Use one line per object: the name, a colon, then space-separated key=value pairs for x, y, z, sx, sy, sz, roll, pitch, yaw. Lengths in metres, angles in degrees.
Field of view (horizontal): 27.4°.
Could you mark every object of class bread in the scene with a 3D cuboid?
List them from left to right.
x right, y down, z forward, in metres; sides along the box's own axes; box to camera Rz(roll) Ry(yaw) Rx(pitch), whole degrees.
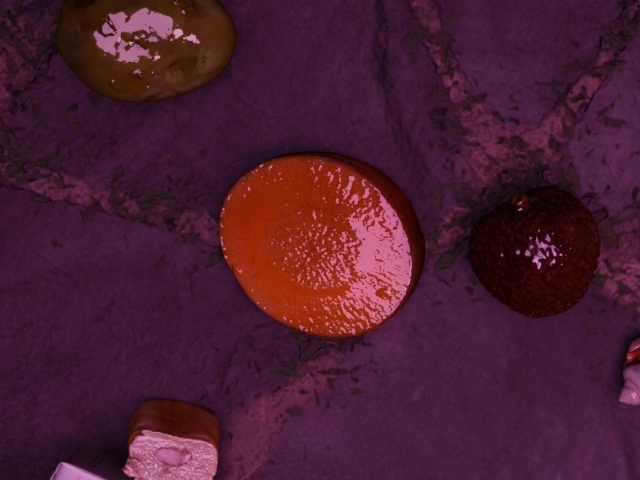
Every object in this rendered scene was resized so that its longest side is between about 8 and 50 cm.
bread: x=-0.211 y=0.292 z=1.874 sx=0.134 sy=0.173 sz=0.085 roll=9 pitch=100 yaw=-4

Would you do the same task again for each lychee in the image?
lychee: x=0.300 y=0.017 z=1.833 sx=0.194 sy=0.194 sz=0.194 roll=0 pitch=91 yaw=3

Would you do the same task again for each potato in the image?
potato: x=-0.247 y=-0.290 z=1.874 sx=0.253 sy=0.148 sz=0.186 roll=8 pitch=108 yaw=-6

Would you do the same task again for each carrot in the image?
carrot: x=0.000 y=0.000 z=1.900 sx=0.307 sy=0.100 sz=0.258 roll=27 pitch=94 yaw=10

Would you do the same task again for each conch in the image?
conch: x=0.496 y=0.182 z=1.872 sx=0.176 sy=0.094 sz=0.104 roll=-34 pitch=50 yaw=-1

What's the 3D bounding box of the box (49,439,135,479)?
box: x=-0.230 y=0.397 z=1.857 sx=0.299 sy=0.200 sz=0.106 roll=22 pitch=91 yaw=2
